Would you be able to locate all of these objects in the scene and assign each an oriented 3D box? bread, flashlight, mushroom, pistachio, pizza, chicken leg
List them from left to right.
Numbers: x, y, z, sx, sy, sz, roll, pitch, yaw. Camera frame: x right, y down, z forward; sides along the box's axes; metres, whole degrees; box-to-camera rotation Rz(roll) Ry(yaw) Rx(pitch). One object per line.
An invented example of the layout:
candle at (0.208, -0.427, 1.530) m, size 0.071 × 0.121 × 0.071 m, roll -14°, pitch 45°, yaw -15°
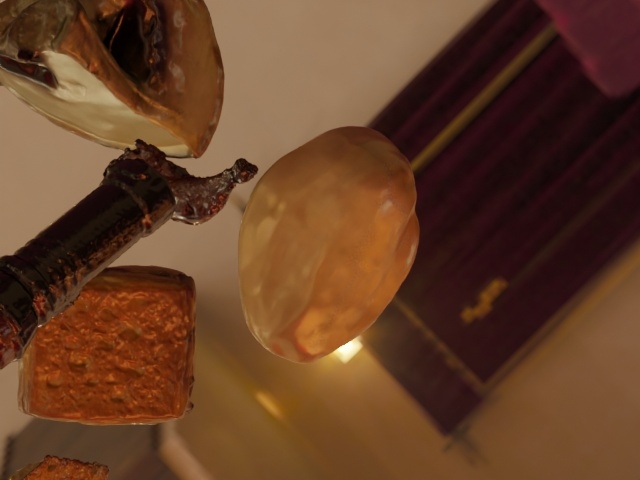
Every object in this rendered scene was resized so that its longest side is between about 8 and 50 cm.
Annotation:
pizza at (-0.275, 0.255, 1.709) m, size 0.036 × 0.160 × 0.099 m, roll 20°, pitch 145°, yaw 42°
flashlight at (-0.223, 0.017, 1.539) m, size 0.093 × 0.232 × 0.093 m, roll 32°, pitch 144°, yaw 27°
mushroom at (-0.265, -0.232, 2.033) m, size 0.217 × 0.212 × 0.292 m, roll 15°, pitch 175°, yaw 37°
bread at (-0.281, 0.135, 2.325) m, size 0.235 × 0.210 × 0.099 m, roll 1°, pitch -171°, yaw -11°
chicken leg at (-0.140, -0.054, 1.767) m, size 0.205 × 0.053 × 0.093 m, roll 8°, pitch 123°, yaw 30°
pistachio at (0.000, 0.000, 1.446) m, size 0.145 × 0.200 × 0.117 m, roll 29°, pitch -175°, yaw -14°
